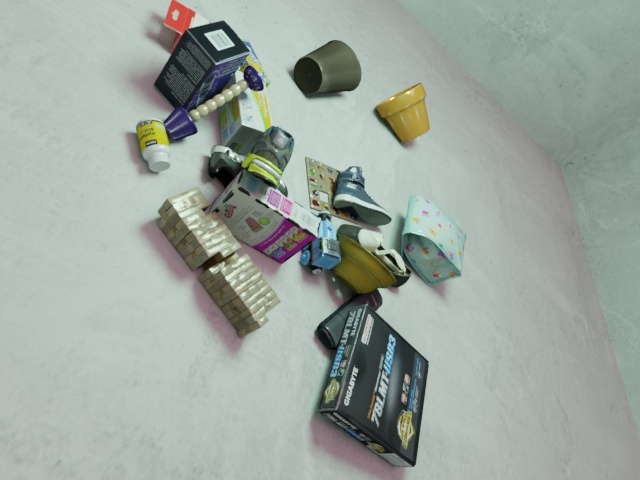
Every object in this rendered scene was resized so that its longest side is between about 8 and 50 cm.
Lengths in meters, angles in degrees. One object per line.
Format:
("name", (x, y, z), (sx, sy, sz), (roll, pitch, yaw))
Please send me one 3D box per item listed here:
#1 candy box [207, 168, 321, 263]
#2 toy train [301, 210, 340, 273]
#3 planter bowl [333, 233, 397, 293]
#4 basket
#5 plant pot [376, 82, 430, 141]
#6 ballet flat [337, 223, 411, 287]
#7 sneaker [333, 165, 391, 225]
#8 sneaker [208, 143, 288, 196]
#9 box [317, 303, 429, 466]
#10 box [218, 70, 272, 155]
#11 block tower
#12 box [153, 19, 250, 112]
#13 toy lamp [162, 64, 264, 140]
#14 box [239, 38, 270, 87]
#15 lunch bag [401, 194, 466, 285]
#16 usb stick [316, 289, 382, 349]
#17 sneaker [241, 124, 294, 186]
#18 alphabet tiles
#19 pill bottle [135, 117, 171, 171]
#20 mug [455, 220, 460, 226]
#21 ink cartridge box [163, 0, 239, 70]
("candy box", (-0.138, -0.052, 1.081), (0.233, 0.159, 0.071), (32, 44, -25))
("toy train", (0.000, 0.000, 1.216), (0.080, 0.105, 0.184), (21, 52, -33))
("planter bowl", (0.101, 0.085, 1.232), (0.217, 0.217, 0.090), (42, 82, -14))
("basket", (0.019, -0.621, 1.611), (0.204, 0.154, 0.227), (55, 45, -4))
("plant pot", (0.365, -0.526, 1.848), (0.205, 0.205, 0.188), (-46, 113, -48))
("ballet flat", (0.180, 0.032, 1.370), (0.280, 0.096, 0.095), (42, 44, -14))
("sneaker", (0.145, -0.152, 1.452), (0.226, 0.086, 0.163), (24, 53, -29))
("sneaker", (-0.196, -0.151, 1.159), (0.234, 0.078, 0.106), (29, 50, -21))
("box", (0.152, 0.364, 1.118), (0.293, 0.073, 0.295), (45, 44, -23))
("box", (-0.215, -0.358, 1.243), (0.103, 0.114, 0.203), (11, 56, -39))
("block tower", (-0.226, 0.049, 0.985), (0.335, 0.091, 0.097), (55, 42, -1))
("box", (-0.308, -0.446, 1.142), (0.108, 0.207, 0.153), (49, 43, -8))
("toy lamp", (-0.274, -0.345, 1.119), (0.275, 0.080, 0.080), (-36, 91, -15))
("box", (-0.228, -0.557, 1.405), (0.059, 0.054, 0.169), (-17, 76, -48))
("lunch bag", (0.377, -0.011, 1.538), (0.262, 0.160, 0.223), (44, 43, -21))
("usb stick", (0.088, 0.204, 1.210), (0.278, 0.045, 0.077), (-30, 85, -49))
("sneaker", (-0.113, -0.211, 1.065), (0.111, 0.121, 0.300), (32, 9, -16))
("alphabet tiles", (0.053, -0.158, 1.443), (0.237, 0.009, 0.198), (17, 54, -36))
("pill bottle", (-0.388, -0.222, 1.030), (0.065, 0.065, 0.116), (-4, 67, -44))
("mug", (0.527, -0.034, 1.767), (0.078, 0.062, 0.064), (46, 50, -1))
("ink cartridge box", (-0.348, -0.577, 1.286), (0.231, 0.078, 0.134), (23, 50, -31))
